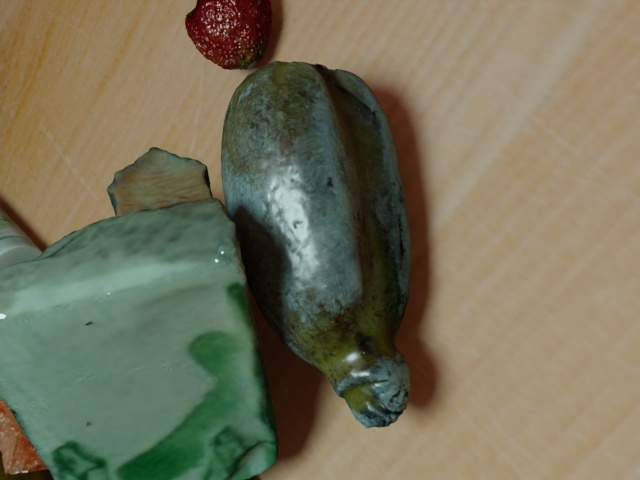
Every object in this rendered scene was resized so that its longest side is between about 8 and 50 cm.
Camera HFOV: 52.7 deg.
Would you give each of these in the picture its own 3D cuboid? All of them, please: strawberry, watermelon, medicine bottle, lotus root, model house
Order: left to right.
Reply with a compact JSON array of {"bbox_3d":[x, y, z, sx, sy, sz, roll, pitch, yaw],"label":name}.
[{"bbox_3d":[-0.475,0.003,0.931,0.183,0.086,0.086,35,101,34],"label":"medicine bottle"},{"bbox_3d":[-0.264,0.187,0.706,0.145,0.193,0.137,-7,53,12],"label":"watermelon"},{"bbox_3d":[-0.173,0.043,0.617,0.194,0.267,0.325,-13,37,-9],"label":"model house"},{"bbox_3d":[-0.095,-0.239,0.714,0.106,0.106,0.106,-7,77,34],"label":"strawberry"},{"bbox_3d":[0.000,0.000,0.562,0.140,0.158,0.322,-18,78,41],"label":"lotus root"}]

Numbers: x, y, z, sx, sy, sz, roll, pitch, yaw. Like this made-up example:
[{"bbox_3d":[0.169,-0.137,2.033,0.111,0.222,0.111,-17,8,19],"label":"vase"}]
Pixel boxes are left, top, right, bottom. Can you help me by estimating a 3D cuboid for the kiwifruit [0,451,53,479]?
[{"bbox_3d":[-0.399,0.355,0.747,0.234,0.196,0.196,-40,61,27],"label":"kiwifruit"}]
